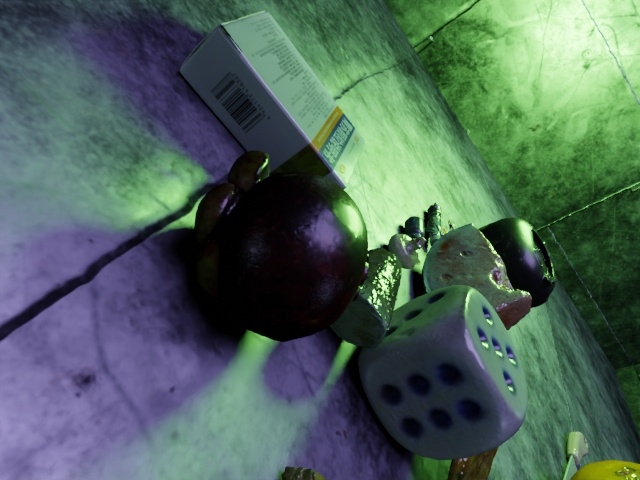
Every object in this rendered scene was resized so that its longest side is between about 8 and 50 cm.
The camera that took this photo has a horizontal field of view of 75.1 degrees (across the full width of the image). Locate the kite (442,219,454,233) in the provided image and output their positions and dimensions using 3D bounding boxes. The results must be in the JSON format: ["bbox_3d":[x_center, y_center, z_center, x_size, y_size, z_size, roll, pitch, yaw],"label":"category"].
[{"bbox_3d":[0.433,0.028,1.302,0.183,0.014,0.241,45,35,-21],"label":"kite"}]

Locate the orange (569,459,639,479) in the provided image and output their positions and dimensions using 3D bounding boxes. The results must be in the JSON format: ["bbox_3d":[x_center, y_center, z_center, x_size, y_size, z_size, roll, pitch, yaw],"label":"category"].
[{"bbox_3d":[0.675,0.635,0.875,0.312,0.312,0.313,35,39,-35],"label":"orange"}]

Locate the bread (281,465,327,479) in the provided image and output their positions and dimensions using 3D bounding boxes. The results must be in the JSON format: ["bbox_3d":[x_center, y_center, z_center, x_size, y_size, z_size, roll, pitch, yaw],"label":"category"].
[{"bbox_3d":[-0.040,0.311,0.359,0.088,0.049,0.226,45,34,-23],"label":"bread"}]

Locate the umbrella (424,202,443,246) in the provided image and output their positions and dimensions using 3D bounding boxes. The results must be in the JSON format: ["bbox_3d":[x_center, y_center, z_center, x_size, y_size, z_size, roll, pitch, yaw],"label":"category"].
[{"bbox_3d":[0.317,-0.041,1.168,0.188,0.050,0.046,-71,144,-52],"label":"umbrella"}]

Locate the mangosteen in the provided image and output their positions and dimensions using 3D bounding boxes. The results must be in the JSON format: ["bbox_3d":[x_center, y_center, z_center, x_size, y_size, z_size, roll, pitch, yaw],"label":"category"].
[{"bbox_3d":[-0.043,0.012,0.478,0.209,0.209,0.210,35,39,-35],"label":"mangosteen"}]

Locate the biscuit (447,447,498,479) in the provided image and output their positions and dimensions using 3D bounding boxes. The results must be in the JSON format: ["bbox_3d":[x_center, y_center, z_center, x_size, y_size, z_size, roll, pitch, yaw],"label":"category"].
[{"bbox_3d":[0.255,0.370,0.691,0.247,0.028,0.119,29,80,-52],"label":"biscuit"}]

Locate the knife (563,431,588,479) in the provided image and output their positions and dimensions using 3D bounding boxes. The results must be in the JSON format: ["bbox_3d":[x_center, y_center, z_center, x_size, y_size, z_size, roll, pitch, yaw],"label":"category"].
[{"bbox_3d":[0.718,0.652,1.189,0.335,0.043,0.081,-10,80,-51],"label":"knife"}]

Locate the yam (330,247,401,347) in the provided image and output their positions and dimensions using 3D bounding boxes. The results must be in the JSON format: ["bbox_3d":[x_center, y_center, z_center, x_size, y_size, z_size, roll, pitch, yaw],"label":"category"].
[{"bbox_3d":[0.073,0.086,0.655,0.107,0.107,0.183,55,30,-7],"label":"yam"}]

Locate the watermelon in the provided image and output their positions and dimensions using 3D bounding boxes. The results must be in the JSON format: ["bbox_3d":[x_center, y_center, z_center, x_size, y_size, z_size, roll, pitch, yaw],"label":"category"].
[{"bbox_3d":[0.353,0.109,0.946,0.319,0.225,0.148,-64,146,-41],"label":"watermelon"}]

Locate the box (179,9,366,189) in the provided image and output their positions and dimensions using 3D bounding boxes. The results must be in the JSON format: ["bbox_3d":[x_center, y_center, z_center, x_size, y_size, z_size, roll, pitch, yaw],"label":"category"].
[{"bbox_3d":[-0.062,-0.222,0.714,0.299,0.106,0.200,50,33,-18],"label":"box"}]

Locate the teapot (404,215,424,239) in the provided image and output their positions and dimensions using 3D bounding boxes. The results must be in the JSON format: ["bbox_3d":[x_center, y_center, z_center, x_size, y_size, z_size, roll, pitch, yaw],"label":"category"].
[{"bbox_3d":[0.227,-0.015,1.021,0.049,0.064,0.083,19,44,-4],"label":"teapot"}]

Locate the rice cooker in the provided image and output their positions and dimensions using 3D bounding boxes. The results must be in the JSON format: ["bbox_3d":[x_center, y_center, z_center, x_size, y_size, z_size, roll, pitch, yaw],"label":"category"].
[{"bbox_3d":[0.519,0.078,1.175,0.267,0.224,0.268,28,51,-41],"label":"rice cooker"}]

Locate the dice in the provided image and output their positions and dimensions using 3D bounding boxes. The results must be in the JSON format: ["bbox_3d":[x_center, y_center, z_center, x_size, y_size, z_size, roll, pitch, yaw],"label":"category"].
[{"bbox_3d":[0.187,0.195,0.642,0.194,0.193,0.191,59,32,-3],"label":"dice"}]

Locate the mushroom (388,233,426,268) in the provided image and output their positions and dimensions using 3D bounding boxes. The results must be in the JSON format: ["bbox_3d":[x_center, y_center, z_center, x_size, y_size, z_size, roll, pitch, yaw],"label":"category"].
[{"bbox_3d":[0.191,0.017,0.901,0.085,0.079,0.085,36,41,-38],"label":"mushroom"}]
